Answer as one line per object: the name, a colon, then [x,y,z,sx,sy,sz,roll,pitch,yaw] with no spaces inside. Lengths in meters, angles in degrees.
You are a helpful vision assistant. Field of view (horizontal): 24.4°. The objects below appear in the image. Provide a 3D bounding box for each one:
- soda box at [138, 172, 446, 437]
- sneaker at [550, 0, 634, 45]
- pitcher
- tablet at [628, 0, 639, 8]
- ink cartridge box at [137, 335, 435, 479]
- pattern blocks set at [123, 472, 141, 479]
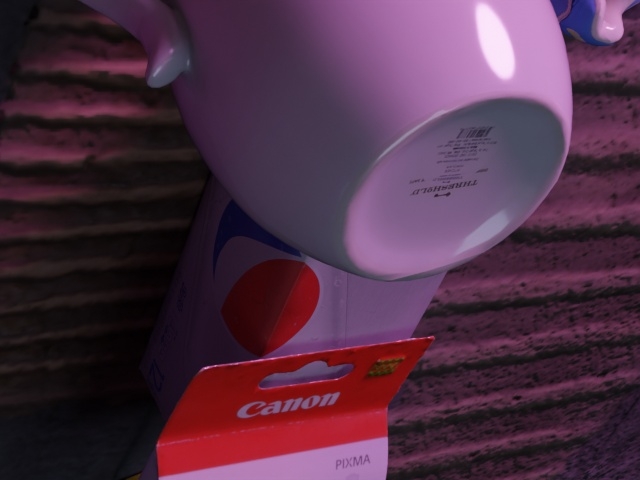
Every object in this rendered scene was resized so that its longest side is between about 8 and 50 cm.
soda box: [0.000,0.000,0.736,0.098,0.091,0.286,-7,139,-33]
sneaker: [0.172,-0.171,0.665,0.211,0.081,0.080,-45,138,15]
pitcher: [-0.025,-0.083,0.505,0.178,0.207,0.125,-11,141,-28]
tablet: [0.151,-0.144,0.755,0.054,0.006,0.083,-31,146,-1]
ink cartridge box: [-0.024,0.127,0.759,0.145,0.045,0.179,-4,141,-35]
pattern blocks set: [-0.133,0.248,1.008,0.325,0.026,0.285,-23,146,-14]
